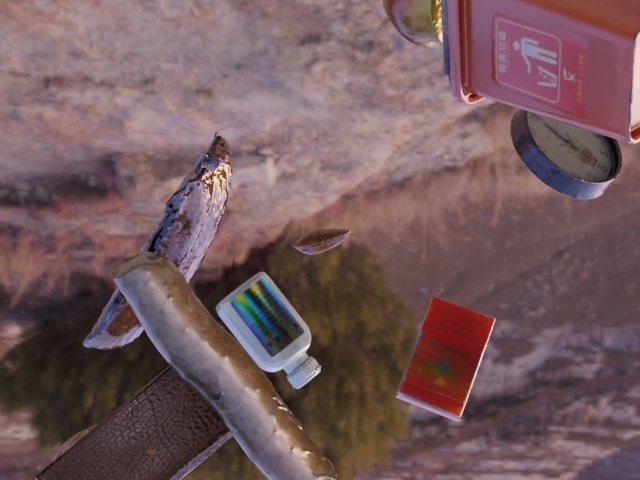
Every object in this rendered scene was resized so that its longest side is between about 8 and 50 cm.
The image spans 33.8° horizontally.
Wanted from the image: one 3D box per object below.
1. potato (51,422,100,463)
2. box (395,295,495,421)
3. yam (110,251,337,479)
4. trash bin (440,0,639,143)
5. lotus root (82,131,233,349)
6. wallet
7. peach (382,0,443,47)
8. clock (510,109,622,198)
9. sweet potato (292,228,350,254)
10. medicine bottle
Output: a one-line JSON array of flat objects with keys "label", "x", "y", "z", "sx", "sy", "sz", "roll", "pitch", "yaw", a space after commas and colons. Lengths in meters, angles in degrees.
[{"label": "potato", "x": -0.326, "y": 0.352, "z": 1.660, "sx": 0.191, "sy": 0.141, "sz": 0.296, "roll": -21, "pitch": 173, "yaw": -20}, {"label": "box", "x": 0.203, "y": 0.190, "z": 1.705, "sx": 0.112, "sy": 0.175, "sz": 0.048, "roll": 21, "pitch": 165, "yaw": 7}, {"label": "yam", "x": -0.093, "y": 0.140, "z": 1.051, "sx": 0.067, "sy": 0.317, "sz": 0.071, "roll": -39, "pitch": -164, "yaw": -9}, {"label": "trash bin", "x": 0.249, "y": -0.197, "z": 0.989, "sx": 0.184, "sy": 0.161, "sz": 0.238, "roll": -28, "pitch": -141, "yaw": -27}, {"label": "lotus root", "x": -0.171, "y": 0.012, "z": 1.244, "sx": 0.078, "sy": 0.167, "sz": 0.329, "roll": 31, "pitch": 128, "yaw": -9}, {"label": "wallet", "x": -0.205, "y": 0.244, "z": 1.244, "sx": 0.133, "sy": 0.243, "sz": 0.039, "roll": 41, "pitch": 162, "yaw": 32}, {"label": "peach", "x": 0.119, "y": -0.280, "z": 1.126, "sx": 0.118, "sy": 0.151, "sz": 0.151, "roll": 32, "pitch": 167, "yaw": -4}, {"label": "clock", "x": 0.378, "y": -0.148, "z": 1.613, "sx": 0.184, "sy": 0.184, "sz": 0.040, "roll": 7, "pitch": 143, "yaw": -25}, {"label": "sweet potato", "x": 0.000, "y": 0.000, "z": 1.499, "sx": 0.095, "sy": 0.034, "sz": 0.034, "roll": -17, "pitch": 162, "yaw": 29}, {"label": "medicine bottle", "x": -0.092, "y": 0.184, "z": 2.073, "sx": 0.121, "sy": 0.229, "sz": 0.083, "roll": -37, "pitch": 177, "yaw": -25}]
